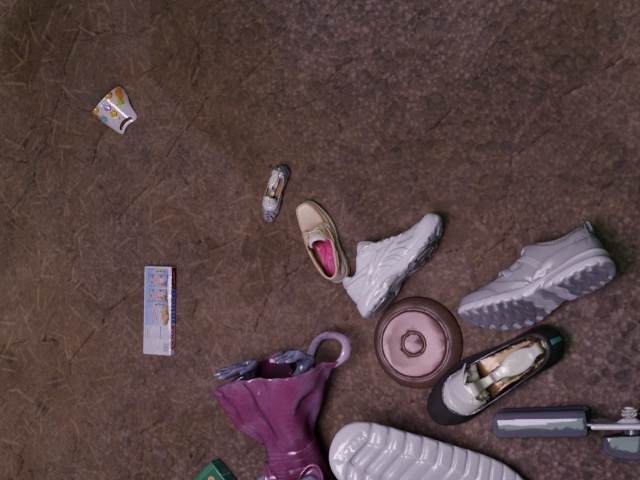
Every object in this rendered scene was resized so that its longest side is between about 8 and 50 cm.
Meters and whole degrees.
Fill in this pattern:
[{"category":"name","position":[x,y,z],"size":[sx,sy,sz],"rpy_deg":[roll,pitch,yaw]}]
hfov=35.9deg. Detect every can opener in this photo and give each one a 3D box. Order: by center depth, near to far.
[{"category":"can opener","position":[0.430,0.319,1.652],"size":[0.281,0.074,0.093],"rpy_deg":[-1,90,22]}]

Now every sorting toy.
[{"category":"sorting toy","position":[-0.419,-0.261,2.031],"size":[0.075,0.045,0.083],"rpy_deg":[44,106,-3]}]

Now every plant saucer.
[{"category":"plant saucer","position":[0.172,0.186,1.784],"size":[0.169,0.029,0.168],"rpy_deg":[0,89,23]}]

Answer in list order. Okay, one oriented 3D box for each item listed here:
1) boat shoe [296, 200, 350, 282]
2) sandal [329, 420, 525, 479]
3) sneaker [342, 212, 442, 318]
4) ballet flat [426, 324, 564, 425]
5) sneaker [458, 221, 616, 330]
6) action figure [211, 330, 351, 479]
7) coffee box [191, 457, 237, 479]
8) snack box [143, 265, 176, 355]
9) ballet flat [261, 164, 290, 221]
[{"category":"boat shoe","position":[0.000,0.000,1.839],"size":[0.063,0.059,0.170],"rpy_deg":[-33,78,19]},{"category":"sandal","position":[0.215,0.430,1.725],"size":[0.416,0.102,0.169],"rpy_deg":[29,82,4]},{"category":"sneaker","position":[0.121,0.026,1.777],"size":[0.115,0.090,0.232],"rpy_deg":[46,104,20]},{"category":"ballet flat","position":[0.289,0.232,1.699],"size":[0.280,0.096,0.095],"rpy_deg":[-38,77,18]},{"category":"sneaker","position":[0.364,0.065,1.689],"size":[0.281,0.105,0.115],"rpy_deg":[-25,46,24]},{"category":"action figure","position":[-0.052,0.383,1.825],"size":[0.248,0.276,0.370],"rpy_deg":[-8,105,58]},{"category":"coffee box","position":[-0.185,0.530,1.918],"size":[0.113,0.040,0.184],"rpy_deg":[-47,73,15]},{"category":"snack box","position":[-0.324,0.141,1.990],"size":[0.064,0.022,0.178],"rpy_deg":[1,90,23]},{"category":"ballet flat","position":[-0.092,-0.091,1.889],"size":[0.041,0.041,0.114],"rpy_deg":[20,97,21]}]
